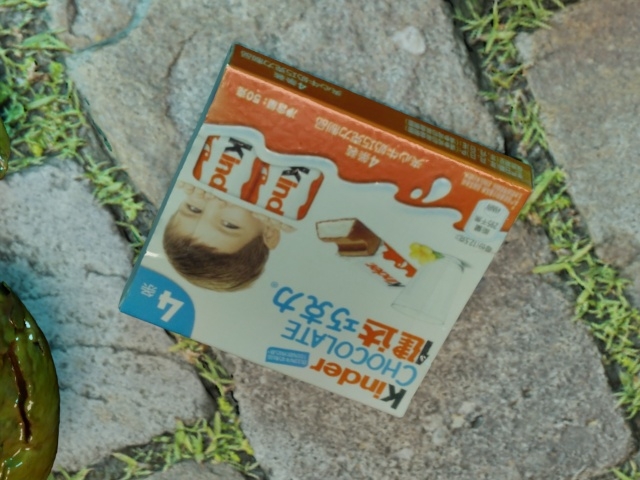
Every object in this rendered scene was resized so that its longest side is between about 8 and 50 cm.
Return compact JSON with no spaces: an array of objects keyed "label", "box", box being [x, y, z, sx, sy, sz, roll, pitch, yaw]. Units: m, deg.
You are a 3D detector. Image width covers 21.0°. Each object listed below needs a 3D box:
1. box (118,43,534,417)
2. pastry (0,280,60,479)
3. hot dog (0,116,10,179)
[{"label":"box","box":[0.000,0.000,1.451,0.273,0.048,0.265,20,121,-9]},{"label":"pastry","box":[-0.396,0.141,1.507,0.356,0.164,0.356,3,125,5]},{"label":"hot dog","box":[-0.387,-0.114,1.318,0.158,0.117,0.349,-40,130,12]}]
